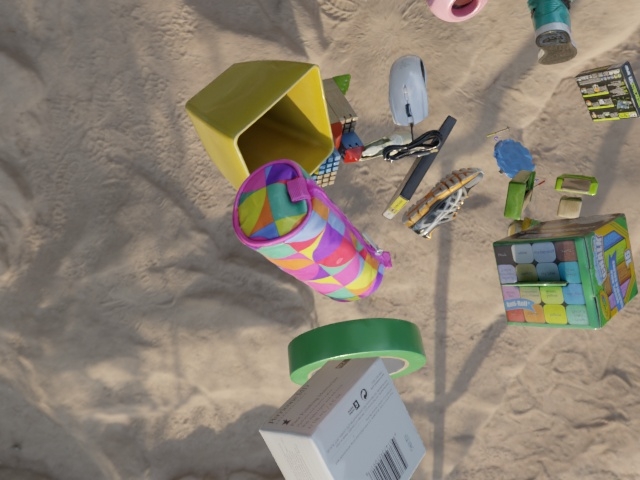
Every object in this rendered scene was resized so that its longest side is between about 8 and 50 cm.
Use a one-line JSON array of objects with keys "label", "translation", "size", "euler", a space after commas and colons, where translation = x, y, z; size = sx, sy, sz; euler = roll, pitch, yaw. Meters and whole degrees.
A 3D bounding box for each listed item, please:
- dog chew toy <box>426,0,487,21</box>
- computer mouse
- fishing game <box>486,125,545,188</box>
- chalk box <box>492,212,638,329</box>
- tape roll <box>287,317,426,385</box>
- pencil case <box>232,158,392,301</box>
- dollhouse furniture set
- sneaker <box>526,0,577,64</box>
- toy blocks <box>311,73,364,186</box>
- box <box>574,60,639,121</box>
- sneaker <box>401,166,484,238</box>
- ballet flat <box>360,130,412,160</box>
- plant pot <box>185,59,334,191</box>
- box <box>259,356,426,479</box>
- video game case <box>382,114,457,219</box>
[{"label": "dog chew toy", "translation": [0.419, -0.865, 1.503], "size": [0.207, 0.206, 0.331], "euler": [-14, 67, 14]}, {"label": "computer mouse", "translation": [0.152, -0.240, 0.832], "size": [0.106, 0.042, 0.192], "euler": [-8, 83, 23]}, {"label": "fishing game", "translation": [0.720, -0.296, 1.771], "size": [0.264, 0.189, 0.041], "euler": [58, 151, 8]}, {"label": "chalk box", "translation": [0.472, 0.066, 0.934], "size": [0.180, 0.289, 0.179], "euler": [-6, 98, 51]}, {"label": "tape roll", "translation": [0.084, 0.274, 1.119], "size": [0.321, 0.077, 0.321], "euler": [-6, 152, -3]}, {"label": "pencil case", "translation": [0.000, 0.000, 0.544], "size": [0.104, 0.104, 0.236], "euler": [-24, 152, 17]}, {"label": "dollhouse furniture set", "translation": [0.593, -0.018, 1.248], "size": [0.198, 0.151, 0.301], "euler": [13, 118, 28]}, {"label": "sneaker", "translation": [0.667, -0.629, 1.361], "size": [0.124, 0.296, 0.178], "euler": [-1, 90, 29]}, {"label": "toy blocks", "translation": [-0.051, -0.230, 1.096], "size": [0.382, 0.260, 0.190], "euler": [-19, 153, -19]}, {"label": "box", "translation": [0.968, -0.492, 1.582], "size": [0.045, 0.191, 0.184], "euler": [-37, 106, -6]}, {"label": "sneaker", "translation": [0.296, -0.089, 1.111], "size": [0.215, 0.084, 0.083], "euler": [-40, 105, 17]}, {"label": "ballet flat", "translation": [0.247, -0.364, 1.831], "size": [0.249, 0.086, 0.086], "euler": [-20, 110, -2]}, {"label": "plant pot", "translation": [-0.123, -0.211, 0.890], "size": [0.187, 0.212, 0.212], "euler": [30, 156, 27]}, {"label": "box", "translation": [0.039, 0.300, 0.706], "size": [0.119, 0.181, 0.181], "euler": [-19, 101, 44]}, {"label": "video game case", "translation": [0.284, -0.205, 1.394], "size": [0.035, 0.248, 0.274], "euler": [32, 80, 2]}]
